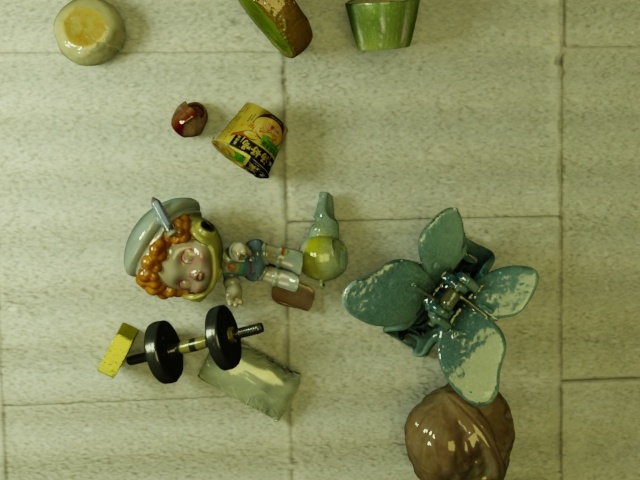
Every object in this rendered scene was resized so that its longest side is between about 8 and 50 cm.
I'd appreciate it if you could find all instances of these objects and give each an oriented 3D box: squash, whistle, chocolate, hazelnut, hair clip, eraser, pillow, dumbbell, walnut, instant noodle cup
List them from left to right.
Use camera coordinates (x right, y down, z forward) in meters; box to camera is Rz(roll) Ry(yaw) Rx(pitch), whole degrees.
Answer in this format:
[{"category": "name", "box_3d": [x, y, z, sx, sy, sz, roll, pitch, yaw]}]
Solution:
[{"category": "eraser", "box_3d": [-0.452, 0.245, 1.684, 0.045, 0.122, 0.097, 28, 91, -8]}, {"category": "hazelnut", "box_3d": [-0.295, -0.274, 1.695, 0.086, 0.086, 0.087, 0, 93, -5]}, {"category": "dumbbell", "box_3d": [-0.279, 0.231, 1.665, 0.325, 0.143, 0.143, -15, 94, 11]}, {"category": "pillow", "box_3d": [-0.162, 0.315, 1.748, 0.229, 0.051, 0.128, 31, 88, -4]}, {"category": "instant noodle cup", "box_3d": [-0.151, -0.226, 1.680, 0.151, 0.151, 0.122, 33, 78, -6]}, {"category": "chocolate", "box_3d": [-0.065, 0.126, 1.756, 0.100, 0.031, 0.065, 16, 74, -9]}, {"category": "whistle", "box_3d": [0.000, 0.000, 1.722, 0.122, 0.123, 0.223, 1, 79, -5]}, {"category": "squash", "box_3d": [0.140, -0.489, 1.679, 0.170, 0.170, 0.123, -5, 106, -4]}, {"category": "hair clip", "box_3d": [0.269, 0.118, 1.676, 0.392, 0.238, 0.318, 35, 89, -4]}, {"category": "walnut", "box_3d": [0.317, 0.446, 1.699, 0.273, 0.227, 0.273, -4, 118, -6]}]

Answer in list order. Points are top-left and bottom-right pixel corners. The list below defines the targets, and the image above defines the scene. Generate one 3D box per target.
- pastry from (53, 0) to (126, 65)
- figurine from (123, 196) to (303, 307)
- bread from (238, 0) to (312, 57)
[{"category": "pastry", "box_3d": [-0.511, -0.462, 1.657, 0.156, 0.092, 0.157, 0, 86, -6]}, {"category": "figurine", "box_3d": [-0.234, 0.044, 1.661, 0.381, 0.205, 0.225, 21, 122, -15]}, {"category": "bread", "box_3d": [-0.107, -0.497, 1.618, 0.070, 0.236, 0.236, -41, 96, -1]}]
